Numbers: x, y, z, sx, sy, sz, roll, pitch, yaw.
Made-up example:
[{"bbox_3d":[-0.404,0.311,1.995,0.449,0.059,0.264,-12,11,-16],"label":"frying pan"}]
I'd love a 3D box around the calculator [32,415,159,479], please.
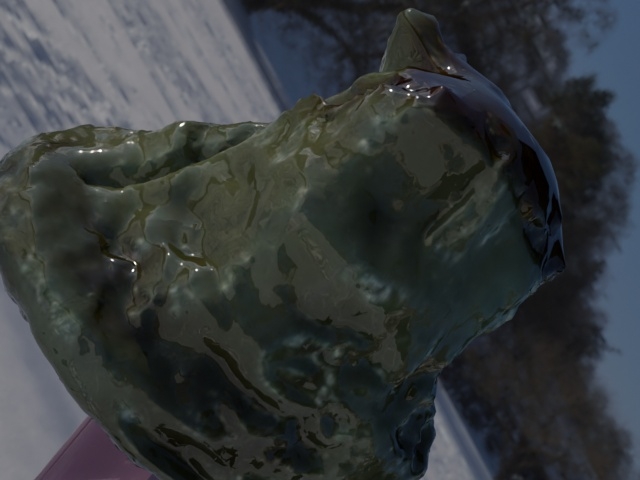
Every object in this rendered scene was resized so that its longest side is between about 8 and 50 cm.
[{"bbox_3d":[-0.160,0.178,1.068,0.043,0.294,0.194,52,50,-16],"label":"calculator"}]

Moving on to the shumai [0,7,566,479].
[{"bbox_3d":[0.000,0.000,0.859,0.397,0.323,0.324,34,22,-40],"label":"shumai"}]
